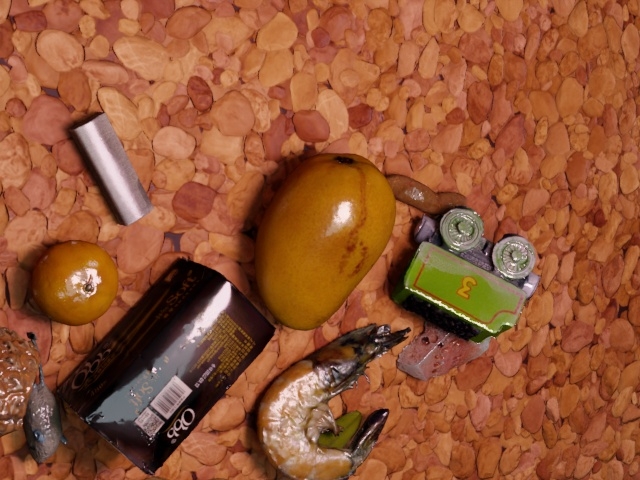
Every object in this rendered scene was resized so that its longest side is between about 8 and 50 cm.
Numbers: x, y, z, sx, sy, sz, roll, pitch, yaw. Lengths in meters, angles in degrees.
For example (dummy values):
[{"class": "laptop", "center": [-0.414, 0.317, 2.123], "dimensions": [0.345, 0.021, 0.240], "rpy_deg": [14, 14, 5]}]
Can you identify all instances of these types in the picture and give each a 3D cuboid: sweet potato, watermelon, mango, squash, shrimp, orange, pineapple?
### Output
[{"class": "sweet potato", "center": [0.208, -0.103, 2.116], "dimensions": [0.281, 0.059, 0.067], "rpy_deg": [14, 77, -34]}, {"class": "watermelon", "center": [0.286, 0.242, 2.214], "dimensions": [0.241, 0.094, 0.154], "rpy_deg": [-33, 123, -23]}, {"class": "mango", "center": [0.000, 0.000, 1.913], "dimensions": [0.264, 0.221, 0.378], "rpy_deg": [20, 95, -37]}, {"class": "squash", "center": [0.017, 0.440, 2.081], "dimensions": [0.201, 0.066, 0.066], "rpy_deg": [-37, 115, -30]}, {"class": "shrimp", "center": [0.060, 0.342, 2.050], "dimensions": [0.445, 0.085, 0.272], "rpy_deg": [-38, 99, -27]}, {"class": "orange", "center": [-0.438, 0.076, 1.702], "dimensions": [0.156, 0.124, 0.156], "rpy_deg": [-7, 104, -30]}, {"class": "pineapple", "center": [-0.652, 0.195, 1.557], "dimensions": [0.362, 0.202, 0.202], "rpy_deg": [27, 83, -20]}]

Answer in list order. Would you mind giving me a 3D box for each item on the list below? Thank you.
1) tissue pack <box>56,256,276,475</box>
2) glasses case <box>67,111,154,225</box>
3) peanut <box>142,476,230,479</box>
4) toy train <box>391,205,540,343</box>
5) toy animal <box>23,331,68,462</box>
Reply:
[{"class": "tissue pack", "center": [-0.285, 0.237, 1.777], "dimensions": [0.370, 0.198, 0.210], "rpy_deg": [-48, 121, -17]}, {"class": "glasses case", "center": [-0.383, -0.130, 1.750], "dimensions": [0.071, 0.047, 0.204], "rpy_deg": [-34, 113, -24]}, {"class": "peanut", "center": [-0.239, 0.537, 1.891], "dimensions": [0.319, 0.148, 0.147], "rpy_deg": [21, 86, -30]}, {"class": "toy train", "center": [0.327, 0.083, 2.107], "dimensions": [0.307, 0.173, 0.248], "rpy_deg": [27, 72, 0]}, {"class": "toy animal", "center": [-0.505, 0.278, 1.717], "dimensions": [0.070, 0.079, 0.252], "rpy_deg": [-14, 107, -52]}]
